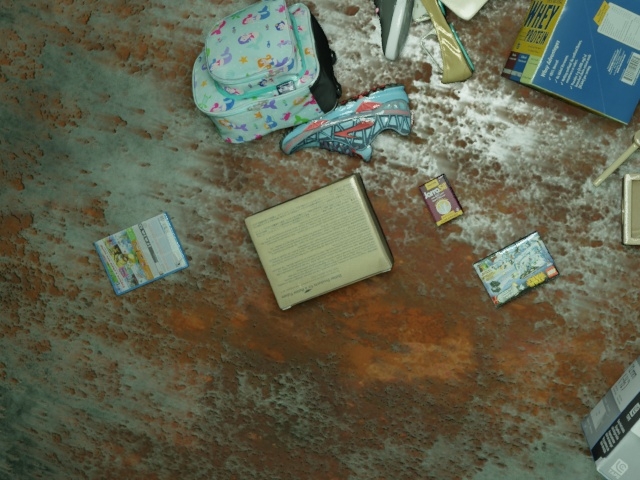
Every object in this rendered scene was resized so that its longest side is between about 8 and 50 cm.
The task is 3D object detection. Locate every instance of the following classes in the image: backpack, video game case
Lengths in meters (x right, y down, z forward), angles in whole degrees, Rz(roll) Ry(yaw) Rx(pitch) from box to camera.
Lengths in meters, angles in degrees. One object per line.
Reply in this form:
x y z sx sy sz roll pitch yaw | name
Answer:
-0.114 -0.305 1.741 0.253 0.191 0.225 -22 53 18 | backpack
-0.363 0.027 1.933 0.166 0.015 0.119 -22 94 12 | video game case

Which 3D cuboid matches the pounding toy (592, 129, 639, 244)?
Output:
0.584 -0.094 1.720 0.181 0.094 0.206 1 89 15 | pounding toy

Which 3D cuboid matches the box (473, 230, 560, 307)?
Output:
0.372 0.054 1.804 0.137 0.027 0.094 -28 91 12 | box

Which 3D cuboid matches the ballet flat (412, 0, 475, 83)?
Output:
0.208 -0.395 1.741 0.073 0.080 0.232 -23 96 13 | ballet flat

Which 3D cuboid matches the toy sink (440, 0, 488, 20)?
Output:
0.264 -0.506 1.570 0.153 0.131 0.234 44 99 6 | toy sink

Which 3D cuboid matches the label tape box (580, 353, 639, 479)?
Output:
0.619 0.263 1.676 0.115 0.249 0.348 35 102 3 | label tape box

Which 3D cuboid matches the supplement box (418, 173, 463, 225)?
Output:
0.229 -0.078 1.803 0.055 0.043 0.083 -28 92 14 | supplement box

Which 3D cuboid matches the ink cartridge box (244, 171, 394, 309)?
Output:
0.000 0.000 1.830 0.234 0.088 0.193 -21 95 11 | ink cartridge box

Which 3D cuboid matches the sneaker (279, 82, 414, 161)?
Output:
0.051 -0.199 1.787 0.261 0.104 0.125 -21 96 12 | sneaker

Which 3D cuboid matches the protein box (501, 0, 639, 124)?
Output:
0.460 -0.335 1.648 0.201 0.136 0.200 19 101 -16 | protein box

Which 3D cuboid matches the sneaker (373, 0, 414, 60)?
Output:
0.099 -0.481 1.745 0.146 0.104 0.296 6 93 11 | sneaker
